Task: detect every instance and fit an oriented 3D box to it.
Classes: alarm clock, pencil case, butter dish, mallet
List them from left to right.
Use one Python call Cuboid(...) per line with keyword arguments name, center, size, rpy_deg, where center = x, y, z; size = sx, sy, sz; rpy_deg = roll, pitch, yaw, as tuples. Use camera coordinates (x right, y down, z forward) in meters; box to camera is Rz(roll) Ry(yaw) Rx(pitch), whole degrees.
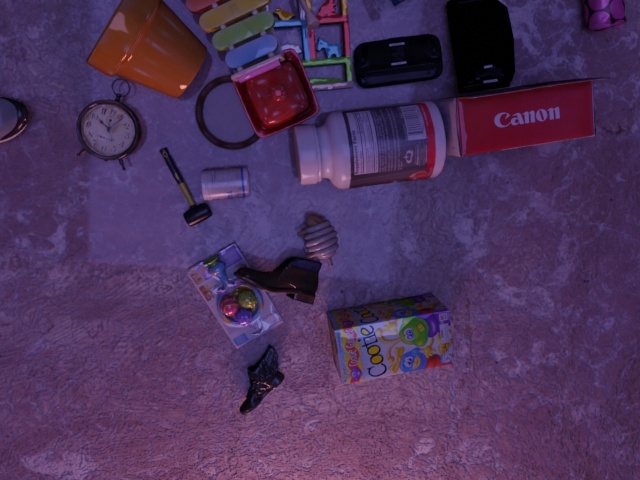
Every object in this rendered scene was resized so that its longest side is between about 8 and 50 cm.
Cuboid(name="alarm clock", center=(-0.458, -0.262, 1.275), size=(0.129, 0.064, 0.192), rpy_deg=(17, 101, -10))
Cuboid(name="mallet", center=(-0.310, -0.129, 1.337), size=(0.062, 0.039, 0.190), rpy_deg=(-19, 99, -2))
Cuboid(name="butter dish", center=(-0.093, -0.317, 1.250), size=(0.160, 0.118, 0.160), rpy_deg=(-24, 105, -1))
Cuboid(name="pencil case", center=(0.660, -0.594, 1.334), size=(0.098, 0.095, 0.209), rpy_deg=(-11, 105, -21))

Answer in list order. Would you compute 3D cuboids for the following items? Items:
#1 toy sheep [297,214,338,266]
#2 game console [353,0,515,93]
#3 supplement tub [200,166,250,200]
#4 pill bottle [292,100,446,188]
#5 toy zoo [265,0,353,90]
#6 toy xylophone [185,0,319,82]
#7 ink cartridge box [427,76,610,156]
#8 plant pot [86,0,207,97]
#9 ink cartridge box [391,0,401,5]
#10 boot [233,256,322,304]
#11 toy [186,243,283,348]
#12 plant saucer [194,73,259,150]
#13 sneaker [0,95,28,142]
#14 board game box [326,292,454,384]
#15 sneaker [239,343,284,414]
Cuboid(name="toy sheep", center=(0.000, 0.000, 1.375), size=(0.091, 0.091, 0.132), rpy_deg=(-23, 98, -2))
Cuboid(name="game console", center=(0.255, -0.435, 1.319), size=(0.361, 0.044, 0.213), rpy_deg=(-6, 83, 4))
Cuboid(name="supplement tub", center=(-0.217, -0.130, 1.328), size=(0.107, 0.071, 0.071), rpy_deg=(-6, 102, -5))
Cuboid(name="pill bottle", center=(0.103, -0.209, 1.296), size=(0.318, 0.176, 0.176), rpy_deg=(-8, 102, -5))
Cuboid(name="toy zoo", center=(-0.032, -0.485, 1.298), size=(0.192, 0.030, 0.293), rpy_deg=(-6, 102, -5))
Cuboid(name="toy xylophone", center=(-0.150, -0.493, 1.210), size=(0.236, 0.081, 0.323), rpy_deg=(-30, 81, 5))
Cuboid(name="ink cartridge box", center=(0.425, -0.271, 1.275), size=(0.309, 0.272, 0.130), rpy_deg=(-10, 102, -4))
Cuboid(name="plant pot", center=(-0.348, -0.403, 1.204), size=(0.188, 0.205, 0.205), rpy_deg=(30, 97, -28))
Cuboid(name="ink cartridge box", center=(0.212, -0.624, 1.196), size=(0.168, 0.233, 0.171), rpy_deg=(-29, 104, 0))
Cuboid(name="boot", center=(-0.096, 0.073, 1.374), size=(0.219, 0.082, 0.106), rpy_deg=(21, 88, -31))
Cuboid(name="toy", center=(-0.205, 0.142, 1.392), size=(0.137, 0.056, 0.237), rpy_deg=(-30, 103, 0))
Cuboid(name="plant saucer", center=(-0.201, -0.291, 1.319), size=(0.168, 0.029, 0.168), rpy_deg=(-2, 102, -8))
Cuboid(name="sneaker", center=(-0.760, -0.251, 1.219), size=(0.271, 0.108, 0.100), rpy_deg=(-6, 100, -7))
Cuboid(name="board game box", center=(0.167, 0.236, 1.412), size=(0.275, 0.142, 0.144), rpy_deg=(-10, 102, -5))
Cuboid(name="sneaker", center=(-0.158, 0.349, 1.445), size=(0.170, 0.051, 0.089), rpy_deg=(-42, 103, -2))
